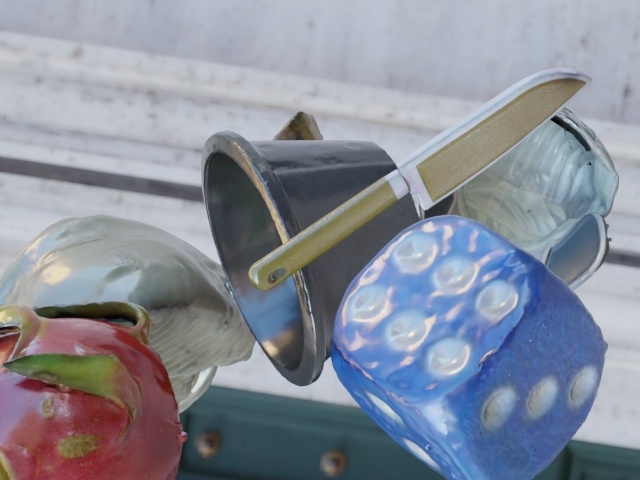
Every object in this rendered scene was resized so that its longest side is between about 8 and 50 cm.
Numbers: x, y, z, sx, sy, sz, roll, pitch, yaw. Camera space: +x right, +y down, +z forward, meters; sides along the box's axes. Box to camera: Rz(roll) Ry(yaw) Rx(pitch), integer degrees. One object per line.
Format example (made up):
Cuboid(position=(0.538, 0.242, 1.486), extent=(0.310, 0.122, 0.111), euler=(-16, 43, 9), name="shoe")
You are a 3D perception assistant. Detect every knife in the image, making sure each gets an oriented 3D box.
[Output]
Cuboid(position=(0.064, -0.041, 0.932), extent=(0.022, 0.256, 0.046), euler=(51, 172, 48), name="knife")

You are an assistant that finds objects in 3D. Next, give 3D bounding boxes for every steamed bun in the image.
Cuboid(position=(-0.253, 0.090, 1.735), extent=(0.309, 0.324, 0.219), euler=(-42, 62, 25), name="steamed bun")

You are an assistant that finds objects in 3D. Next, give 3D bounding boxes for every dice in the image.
Cuboid(position=(0.101, 0.080, 1.023), extent=(0.146, 0.143, 0.146), euler=(-49, -44, -12), name="dice")

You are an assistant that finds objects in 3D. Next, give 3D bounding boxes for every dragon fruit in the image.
Cuboid(position=(-0.230, 0.159, 1.219), extent=(0.224, 0.227, 0.224), euler=(-174, 90, -66), name="dragon fruit")

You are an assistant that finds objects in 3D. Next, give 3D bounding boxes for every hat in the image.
Cuboid(position=(0.220, -0.035, 1.720), extent=(0.275, 0.232, 0.161), euler=(-64, 0, -22), name="hat")

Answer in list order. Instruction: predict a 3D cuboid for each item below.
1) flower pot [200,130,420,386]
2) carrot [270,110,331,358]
Cuboid(position=(0.000, -0.005, 1.492), extent=(0.269, 0.166, 0.269), euler=(53, 156, 36), name="flower pot")
Cuboid(position=(0.000, 0.000, 1.693), extent=(0.114, 0.114, 0.302), euler=(98, 150, -74), name="carrot")
